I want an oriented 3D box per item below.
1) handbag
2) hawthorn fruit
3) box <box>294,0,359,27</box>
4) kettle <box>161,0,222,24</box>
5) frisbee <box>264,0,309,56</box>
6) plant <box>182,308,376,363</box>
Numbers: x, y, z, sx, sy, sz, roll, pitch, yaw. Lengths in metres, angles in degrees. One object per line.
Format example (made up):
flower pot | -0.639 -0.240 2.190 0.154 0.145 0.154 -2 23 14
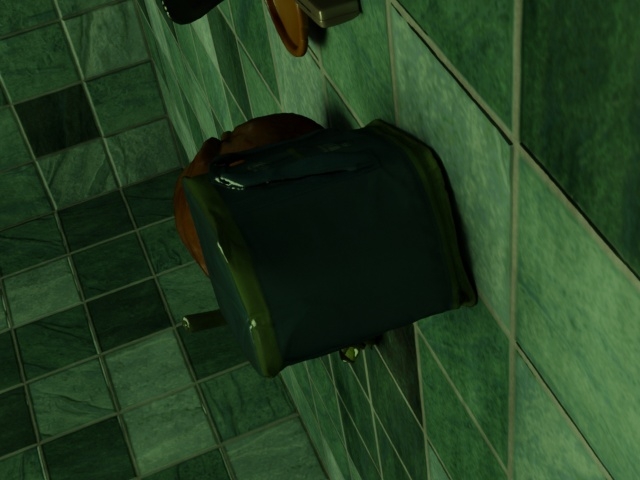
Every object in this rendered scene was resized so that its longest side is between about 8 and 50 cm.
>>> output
handbag | 0.000 0.000 1.109 0.263 0.241 0.222 -140 32 -67
hawthorn fruit | -0.058 -0.041 1.362 0.262 0.258 0.258 30 161 8
box | 0.002 -0.261 1.127 0.115 0.048 0.025 -125 22 -52
kettle | -0.051 -0.331 0.780 0.321 0.228 0.324 -63 17 17
frisbee | -0.044 -0.321 1.282 0.192 0.035 0.192 161 90 -80
plant | -0.031 0.098 1.629 0.261 0.297 0.306 40 155 -8
